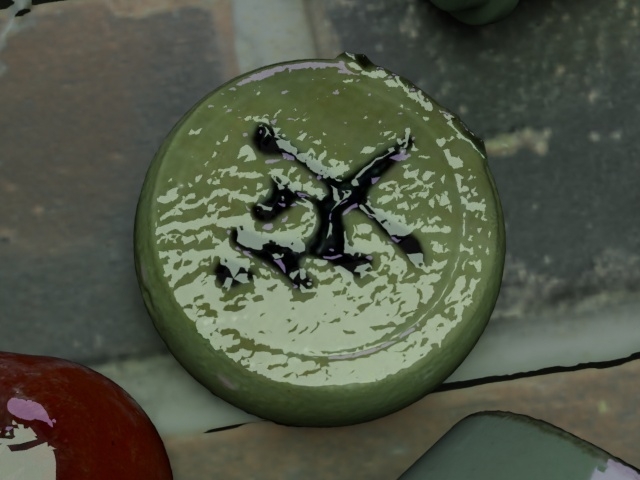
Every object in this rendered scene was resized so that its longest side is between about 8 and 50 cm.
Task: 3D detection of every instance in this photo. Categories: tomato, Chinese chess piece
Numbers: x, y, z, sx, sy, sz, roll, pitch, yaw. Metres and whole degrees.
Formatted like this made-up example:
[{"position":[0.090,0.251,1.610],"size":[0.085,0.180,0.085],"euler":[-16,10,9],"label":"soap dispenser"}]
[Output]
[{"position":[-0.150,0.115,0.829],"size":[0.159,0.091,0.139],"euler":[3,69,-1],"label":"tomato"},{"position":[0.000,0.000,0.884],"size":[0.188,0.083,0.188],"euler":[2,71,-6],"label":"Chinese chess piece"}]

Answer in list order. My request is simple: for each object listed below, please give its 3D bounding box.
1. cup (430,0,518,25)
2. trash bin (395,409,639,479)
[{"position":[0.117,-0.188,0.945],"size":[0.141,0.120,0.120],"euler":[-20,73,-20],"label":"cup"},{"position":[0.000,0.299,0.682],"size":[0.280,0.280,0.432],"euler":[43,70,11],"label":"trash bin"}]
